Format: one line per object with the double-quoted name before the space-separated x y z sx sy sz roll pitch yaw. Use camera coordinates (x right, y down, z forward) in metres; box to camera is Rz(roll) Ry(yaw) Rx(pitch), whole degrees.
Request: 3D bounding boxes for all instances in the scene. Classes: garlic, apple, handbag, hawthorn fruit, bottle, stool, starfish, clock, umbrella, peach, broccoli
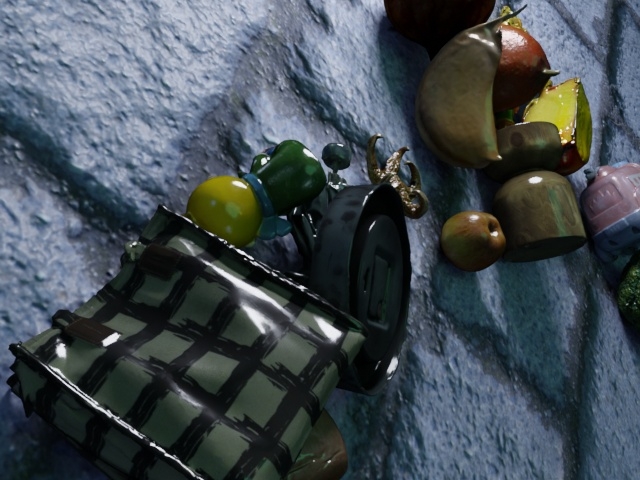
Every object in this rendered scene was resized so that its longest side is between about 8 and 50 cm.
"garlic" 0.307 -0.312 1.600 0.151 0.196 0.338 16 83 -60
"apple" 0.302 0.001 1.535 0.126 0.102 0.126 20 58 -36
"handbag" -0.150 0.150 0.930 0.327 0.162 0.325 35 44 3
"hawthorn fruit" 0.416 -0.378 1.715 0.199 0.251 0.199 -15 111 -45
"bottle" 0.440 -0.327 1.851 0.069 0.069 0.187 32 53 -30
"stool" 0.452 -0.100 1.673 0.179 0.179 0.264 8 65 -42
"starfish" 0.137 -0.124 1.448 0.146 0.074 0.189 33 30 -22
"clock" 0.070 0.072 1.193 0.325 0.067 0.324 3 90 -68
"umbrella" -0.001 0.001 1.247 0.143 0.094 0.348 39 51 -51
"peach" 0.567 -0.237 1.865 0.154 0.159 0.267 42 48 -38
"broccoli" 0.864 0.137 1.940 0.261 0.242 0.269 -74 155 -58

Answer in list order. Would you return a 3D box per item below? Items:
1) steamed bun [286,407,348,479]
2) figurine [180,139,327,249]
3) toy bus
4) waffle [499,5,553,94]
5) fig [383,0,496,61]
"steamed bun" -0.060 0.275 1.060 0.145 0.106 0.175 -19 71 -42
"figurine" -0.118 -0.062 1.159 0.234 0.185 0.127 -36 116 -9
"toy bus" 0.790 -0.094 2.001 0.294 0.197 0.231 -13 70 -45
"waffle" 0.512 -0.477 1.958 0.291 0.051 0.291 42 32 -34
"fig" 0.249 -0.501 1.634 0.235 0.235 0.214 24 70 -35
